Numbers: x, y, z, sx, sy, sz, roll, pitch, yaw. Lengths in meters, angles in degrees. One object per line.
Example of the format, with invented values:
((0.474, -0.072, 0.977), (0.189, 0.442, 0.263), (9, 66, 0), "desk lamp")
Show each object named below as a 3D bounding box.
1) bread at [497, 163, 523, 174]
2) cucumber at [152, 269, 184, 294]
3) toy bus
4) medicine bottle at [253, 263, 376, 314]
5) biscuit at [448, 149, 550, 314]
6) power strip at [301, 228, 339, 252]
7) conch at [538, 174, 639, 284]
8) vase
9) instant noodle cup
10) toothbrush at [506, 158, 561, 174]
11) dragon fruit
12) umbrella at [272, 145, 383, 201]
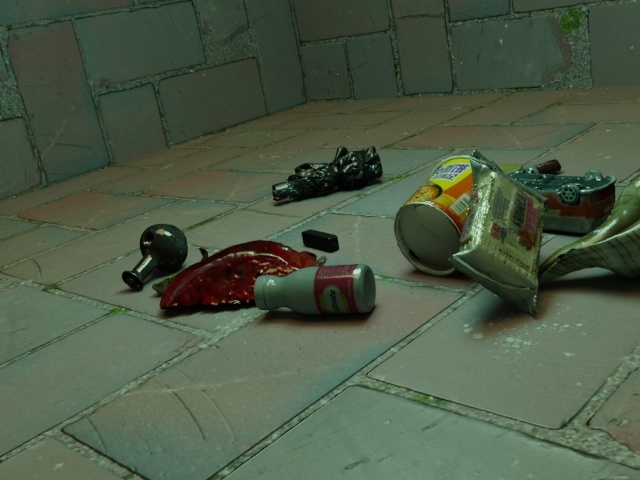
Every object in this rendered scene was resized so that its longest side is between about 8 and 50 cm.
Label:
((0.446, -0.173, 1.996), (0.193, 0.036, 0.112), (1, 26, 23), "bread")
((-0.315, 0.088, 1.626), (0.067, 0.035, 0.107), (-26, 2, 37), "cucumber")
((0.493, -0.085, 1.556), (0.121, 0.119, 0.265), (-25, 22, -37), "toy bus")
((-0.012, 0.093, 1.352), (0.217, 0.090, 0.090), (-4, 19, 21), "medicine bottle")
((0.317, -0.020, 1.288), (0.079, 0.186, 0.309), (-47, 13, 46), "biscuit")
((0.000, 0.000, 1.715), (0.029, 0.037, 0.111), (-22, 22, -33), "power strip")
((0.553, -0.004, 1.251), (0.386, 0.169, 0.203), (-44, -8, 4), "conch")
((-0.391, 0.043, 1.717), (0.120, 0.120, 0.183), (1, 39, 32), "vase")
((0.256, -0.041, 1.449), (0.213, 0.213, 0.174), (7, 32, 43), "instant noodle cup")
((0.473, -0.149, 1.898), (0.364, 0.040, 0.041), (-18, 19, -21), "toothbrush")
((-0.160, 0.054, 1.559), (0.344, 0.100, 0.282), (-7, 14, 7), "dragon fruit")
((0.014, -0.202, 2.191), (0.337, 0.128, 0.154), (-13, 20, 2), "umbrella")
